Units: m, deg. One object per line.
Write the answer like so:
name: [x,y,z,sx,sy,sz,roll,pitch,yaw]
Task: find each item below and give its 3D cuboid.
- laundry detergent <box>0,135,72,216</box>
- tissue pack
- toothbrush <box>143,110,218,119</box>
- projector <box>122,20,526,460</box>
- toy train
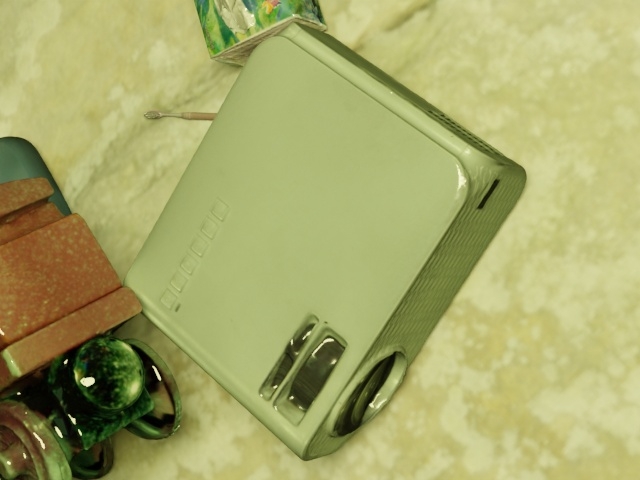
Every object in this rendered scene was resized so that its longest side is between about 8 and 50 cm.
laundry detergent: [-0.242,0.012,0.998,0.096,0.061,0.206,-41,71,17]
tissue pack: [-0.061,-0.203,0.888,0.085,0.079,0.111,-21,79,27]
toothbrush: [-0.106,-0.103,0.952,0.097,0.008,0.006,5,105,29]
projector: [0.000,0.000,0.836,0.198,0.108,0.250,38,105,25]
toy train: [-0.244,0.103,0.897,0.304,0.150,0.221,-35,86,48]
